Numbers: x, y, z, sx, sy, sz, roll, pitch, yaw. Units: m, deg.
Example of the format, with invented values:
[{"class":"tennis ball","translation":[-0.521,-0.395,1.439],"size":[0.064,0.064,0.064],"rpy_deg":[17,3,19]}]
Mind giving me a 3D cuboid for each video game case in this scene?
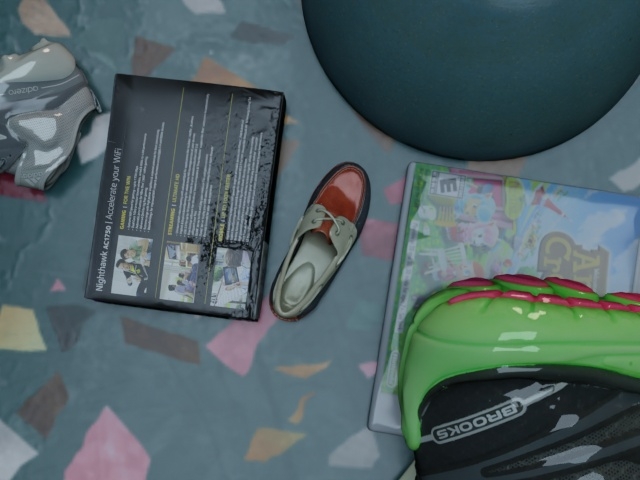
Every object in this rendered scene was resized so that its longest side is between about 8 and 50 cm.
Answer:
[{"class":"video game case","translation":[0.147,0.057,0.984],"size":[0.193,0.023,0.212],"rpy_deg":[9,86,1]}]

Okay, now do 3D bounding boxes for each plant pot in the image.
[{"class":"plant pot","translation":[0.128,-0.214,0.921],"size":[0.290,0.195,0.290],"rpy_deg":[0,86,0]}]

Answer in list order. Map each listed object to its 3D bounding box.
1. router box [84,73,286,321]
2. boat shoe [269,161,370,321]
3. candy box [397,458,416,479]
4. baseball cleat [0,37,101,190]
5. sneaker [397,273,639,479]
[{"class":"router box","translation":[-0.103,-0.033,0.984],"size":[0.133,0.046,0.179],"rpy_deg":[7,85,2]},{"class":"boat shoe","translation":[0.000,0.000,0.982],"size":[0.049,0.043,0.137],"rpy_deg":[27,85,5]},{"class":"candy box","translation":[0.105,0.253,0.906],"size":[0.105,0.027,0.206],"rpy_deg":[-52,46,-1]},{"class":"baseball cleat","translation":[-0.267,-0.069,0.978],"size":[0.206,0.072,0.109],"rpy_deg":[-31,92,2]},{"class":"sneaker","translation":[0.287,0.153,0.905],"size":[0.483,0.185,0.202],"rpy_deg":[10,99,-1]}]
